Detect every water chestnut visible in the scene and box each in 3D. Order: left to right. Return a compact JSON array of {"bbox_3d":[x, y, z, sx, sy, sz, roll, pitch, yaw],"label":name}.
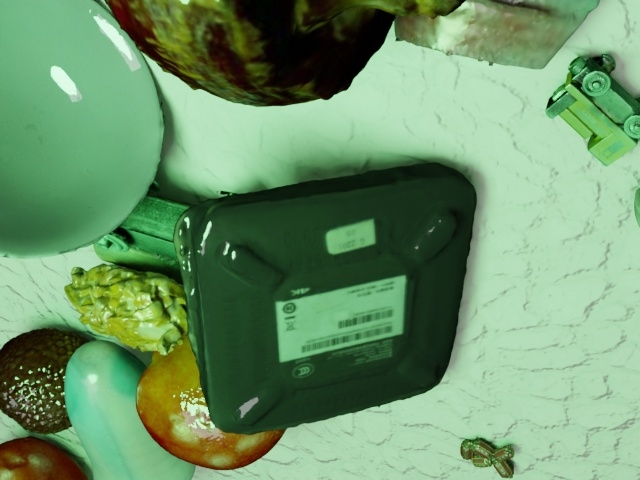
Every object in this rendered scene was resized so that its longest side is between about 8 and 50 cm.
[{"bbox_3d":[-0.010,-0.265,0.597,0.302,0.350,0.351,29,130,24],"label":"water chestnut"}]

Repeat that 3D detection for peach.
[{"bbox_3d":[-0.585,0.531,1.464,0.281,0.238,0.281,50,157,30],"label":"peach"},{"bbox_3d":[-0.150,0.222,1.098,0.243,0.199,0.244,0,83,3],"label":"peach"}]

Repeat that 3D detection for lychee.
[{"bbox_3d":[-0.471,0.238,1.250,0.194,0.194,0.195,11,125,15],"label":"lychee"}]

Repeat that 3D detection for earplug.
[{"bbox_3d":[-0.328,0.282,1.185,0.184,0.185,0.324,7,134,18],"label":"earplug"}]

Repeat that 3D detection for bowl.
[{"bbox_3d":[-0.385,-0.145,0.903,0.157,0.345,0.346,-7,122,52],"label":"bowl"}]

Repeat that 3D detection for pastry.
[{"bbox_3d":[-0.250,0.099,1.015,0.249,0.102,0.154,7,151,47],"label":"pastry"}]

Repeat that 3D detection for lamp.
[{"bbox_3d":[0.254,0.329,1.112,0.083,0.031,0.063,7,123,22],"label":"lamp"}]

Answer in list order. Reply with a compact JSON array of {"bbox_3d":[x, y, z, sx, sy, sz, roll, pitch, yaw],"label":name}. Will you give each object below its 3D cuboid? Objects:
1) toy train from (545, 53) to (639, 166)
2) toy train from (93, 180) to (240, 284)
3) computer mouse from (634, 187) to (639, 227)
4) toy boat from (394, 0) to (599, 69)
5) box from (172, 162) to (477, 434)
[{"bbox_3d":[0.298,-0.138,0.770,0.122,0.050,0.081,39,135,-7],"label":"toy train"},{"bbox_3d":[-0.188,-0.006,1.022,0.307,0.127,0.189,15,165,13],"label":"toy train"},{"bbox_3d":[0.419,-0.001,0.789,0.181,0.089,0.056,20,138,6],"label":"computer mouse"},{"bbox_3d":[0.178,-0.312,0.690,0.206,0.096,0.282,16,114,16],"label":"toy boat"},{"bbox_3d":[0.013,0.080,0.909,0.358,0.091,0.351,-10,126,-14],"label":"box"}]
